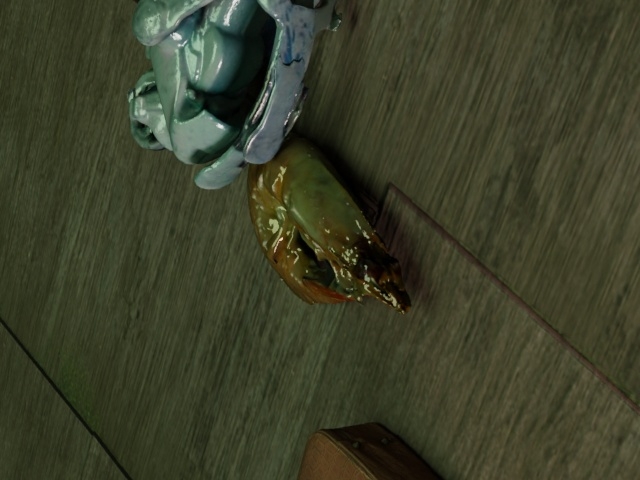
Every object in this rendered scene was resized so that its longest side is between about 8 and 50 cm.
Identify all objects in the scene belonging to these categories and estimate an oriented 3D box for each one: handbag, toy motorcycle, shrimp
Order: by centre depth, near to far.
[{"bbox_3d":[0.051,0.259,1.351,0.193,0.072,0.151,41,124,42],"label":"handbag"},{"bbox_3d":[0.001,0.000,1.412,0.267,0.061,0.145,38,126,44],"label":"shrimp"},{"bbox_3d":[-0.088,-0.178,1.447,0.206,0.154,0.260,37,113,40],"label":"toy motorcycle"}]
